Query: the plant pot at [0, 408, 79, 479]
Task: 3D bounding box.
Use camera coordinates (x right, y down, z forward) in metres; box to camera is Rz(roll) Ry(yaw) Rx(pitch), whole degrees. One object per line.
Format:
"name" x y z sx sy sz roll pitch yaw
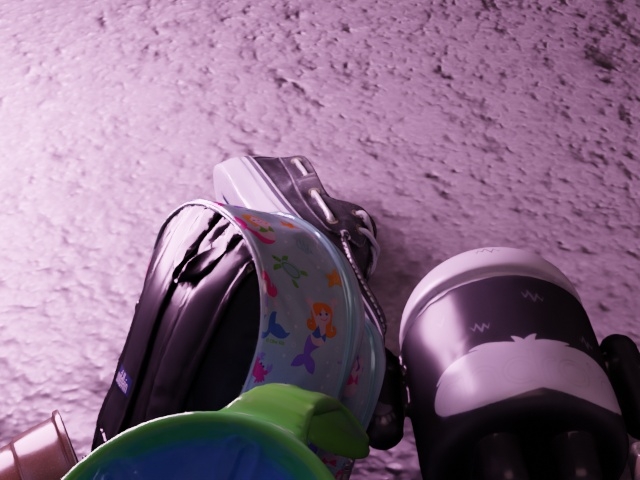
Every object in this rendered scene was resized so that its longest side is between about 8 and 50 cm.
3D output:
"plant pot" -0.249 0.236 1.108 0.165 0.167 0.167 -21 43 -11

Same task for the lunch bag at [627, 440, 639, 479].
"lunch bag" 0.381 0.263 1.043 0.287 0.169 0.235 -5 41 1

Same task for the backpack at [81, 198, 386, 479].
"backpack" -0.064 0.099 1.168 0.191 0.253 0.225 4 17 -32

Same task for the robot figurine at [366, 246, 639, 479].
"robot figurine" 0.157 0.132 1.210 0.209 0.173 0.278 32 29 -28

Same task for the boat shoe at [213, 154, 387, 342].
"boat shoe" 0.000 0.000 1.405 0.119 0.121 0.335 -19 41 -14

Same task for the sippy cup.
"sippy cup" -0.060 0.266 0.978 0.305 0.224 0.240 -33 54 -5
